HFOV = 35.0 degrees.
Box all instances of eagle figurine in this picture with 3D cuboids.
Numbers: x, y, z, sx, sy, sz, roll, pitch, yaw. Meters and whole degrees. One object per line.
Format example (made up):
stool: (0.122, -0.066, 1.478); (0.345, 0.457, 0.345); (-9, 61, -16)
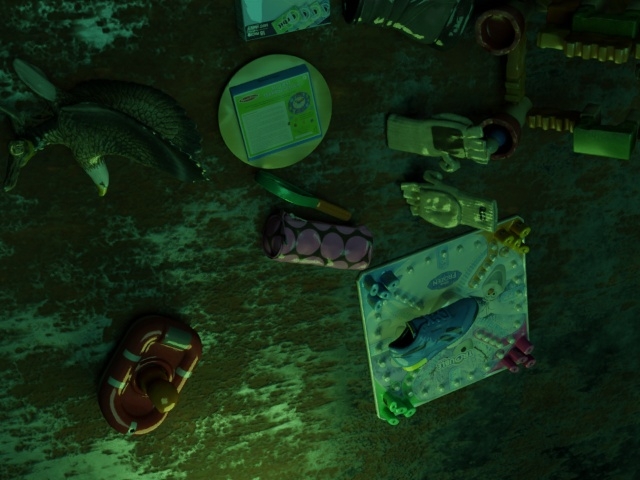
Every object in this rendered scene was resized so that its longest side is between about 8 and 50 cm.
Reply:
eagle figurine: (-0.332, -0.165, 1.579); (0.298, 0.226, 0.225); (-9, 158, -3)

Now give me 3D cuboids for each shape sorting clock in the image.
shape sorting clock: (-0.079, -0.225, 1.770); (0.206, 0.040, 0.206); (-10, 120, -17)

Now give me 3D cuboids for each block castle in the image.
block castle: (0.501, -0.268, 1.780); (0.213, 0.453, 0.303); (-48, 141, -47)

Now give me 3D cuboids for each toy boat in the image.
toy boat: (-0.304, 0.262, 1.851); (0.151, 0.151, 0.231); (23, 104, -33)

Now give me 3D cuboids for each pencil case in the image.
pencil case: (0.000, 0.000, 1.902); (0.209, 0.095, 0.098); (7, 106, -32)

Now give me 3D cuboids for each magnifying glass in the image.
magnifying glass: (-0.028, -0.079, 1.856); (0.231, 0.092, 0.026); (23, 100, -44)

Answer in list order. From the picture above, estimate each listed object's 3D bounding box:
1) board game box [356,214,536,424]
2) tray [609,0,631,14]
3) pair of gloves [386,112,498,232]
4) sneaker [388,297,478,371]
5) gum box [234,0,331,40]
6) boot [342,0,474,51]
board game box: (0.283, 0.177, 2.159); (0.390, 0.050, 0.390); (-20, 123, -16)
tray: (0.522, -0.549, 1.794); (0.076, 0.203, 0.411); (-41, 126, -1)
pair of gloves: (0.232, -0.132, 1.896); (0.042, 0.204, 0.240); (-46, 132, -42)
sneaker: (0.229, 0.177, 2.059); (0.209, 0.069, 0.082); (-38, 122, -3)
gum box: (-0.066, -0.435, 1.663); (0.157, 0.041, 0.184); (-16, 123, -19)
boot: (0.184, -0.499, 1.714); (0.222, 0.118, 0.338); (14, 105, -26)
